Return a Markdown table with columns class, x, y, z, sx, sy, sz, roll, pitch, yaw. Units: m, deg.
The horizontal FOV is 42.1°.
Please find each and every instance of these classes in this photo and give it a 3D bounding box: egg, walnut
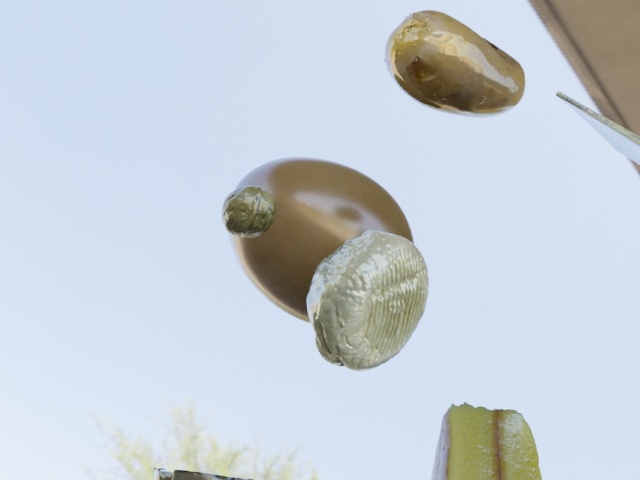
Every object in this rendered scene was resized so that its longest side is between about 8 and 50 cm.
| class | x | y | z | sx | sy | sz | roll | pitch | yaw |
| --- | --- | --- | --- | --- | --- | --- | --- | --- | --- |
| egg | 0.000 | 0.000 | 1.565 | 0.373 | 0.301 | 0.301 | 30 | -34 | -6 |
| walnut | -0.114 | -0.045 | 1.311 | 0.092 | 0.092 | 0.092 | 19 | -35 | 14 |

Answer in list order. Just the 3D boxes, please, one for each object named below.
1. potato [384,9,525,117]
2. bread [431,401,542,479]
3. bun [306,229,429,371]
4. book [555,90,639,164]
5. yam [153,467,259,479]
| class | x | y | z | sx | sy | sz | roll | pitch | yaw |
| --- | --- | --- | --- | --- | --- | --- | --- | --- | --- |
| potato | 0.198 | -0.256 | 1.235 | 0.233 | 0.150 | 0.146 | 21 | -38 | -35 |
| bread | 0.342 | 0.551 | 1.765 | 0.233 | 0.362 | 0.245 | 12 | -48 | 1 |
| bun | 0.060 | 0.090 | 1.258 | 0.134 | 0.220 | 0.220 | 24 | -30 | 38 |
| book | 0.417 | -0.124 | 1.112 | 0.168 | 0.013 | 0.192 | 29 | 15 | -35 |
| yam | -0.144 | 0.447 | 1.075 | 0.167 | 0.305 | 0.168 | -3 | -14 | -1 |
